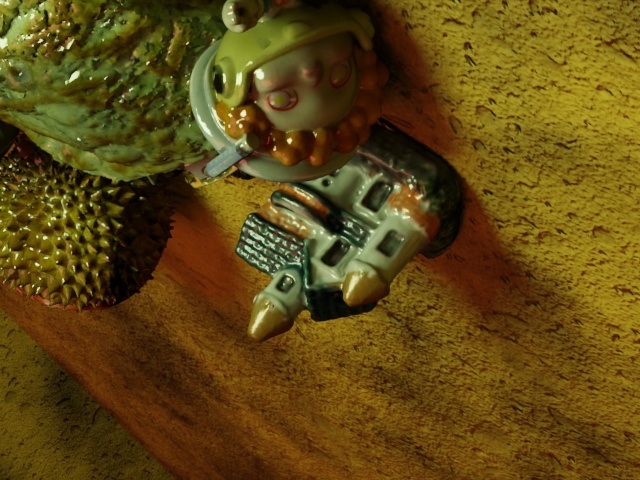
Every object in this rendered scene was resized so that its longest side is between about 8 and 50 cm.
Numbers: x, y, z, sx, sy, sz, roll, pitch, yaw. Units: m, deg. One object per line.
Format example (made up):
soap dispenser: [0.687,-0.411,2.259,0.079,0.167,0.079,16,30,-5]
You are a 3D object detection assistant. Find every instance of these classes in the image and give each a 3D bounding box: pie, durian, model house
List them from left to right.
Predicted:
durian: [-0.407,-0.050,2.004,0.348,0.347,0.384,22,159,35]
pie: [-0.281,-0.220,1.516,0.395,0.180,0.418,-22,135,34]
model house: [0.000,0.000,1.539,0.271,0.301,0.190,32,163,16]

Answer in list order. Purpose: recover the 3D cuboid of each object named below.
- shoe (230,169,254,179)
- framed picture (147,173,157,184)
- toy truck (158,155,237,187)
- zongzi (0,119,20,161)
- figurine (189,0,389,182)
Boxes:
shoe: [-0.161,-0.124,1.818,0.143,0.071,0.064,22,152,25]
framed picture: [-0.335,-0.245,1.783,0.293,0.018,0.231,57,-176,-37]
toy truck: [-0.219,-0.205,1.701,0.136,0.111,0.286,-23,111,29]
zongzi: [-0.560,-0.135,1.818,0.181,0.447,0.418,13,135,-14]
figurine: [-0.038,-0.257,1.334,0.205,0.225,0.381,46,143,46]
